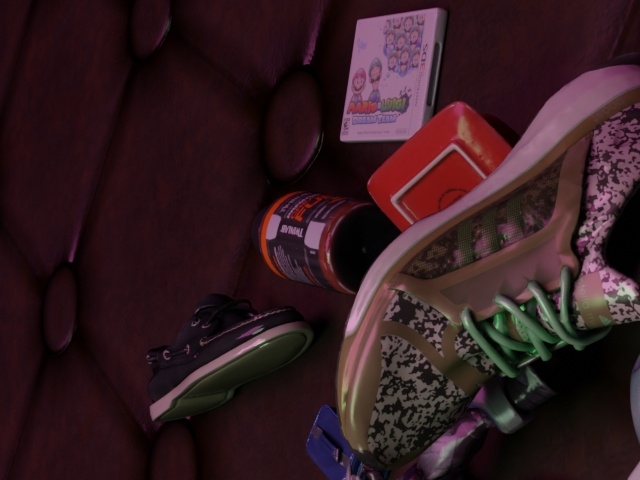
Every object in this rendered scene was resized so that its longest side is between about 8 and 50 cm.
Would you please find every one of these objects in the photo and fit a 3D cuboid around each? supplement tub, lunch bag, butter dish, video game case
[{"bbox_3d":[0.000,0.000,1.595,0.198,0.106,0.106,10,91,57],"label":"supplement tub"},{"bbox_3d":[0.031,0.221,1.528,0.098,0.065,0.067,38,114,55],"label":"lunch bag"},{"bbox_3d":[0.155,-0.052,1.365,0.160,0.118,0.160,48,132,1],"label":"butter dish"},{"bbox_3d":[0.079,-0.180,1.598,0.157,0.019,0.143,5,86,58],"label":"video game case"}]

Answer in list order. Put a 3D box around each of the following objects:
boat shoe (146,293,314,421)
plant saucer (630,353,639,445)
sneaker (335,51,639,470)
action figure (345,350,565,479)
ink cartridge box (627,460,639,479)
[{"bbox_3d":[-0.122,0.123,1.738,0.340,0.127,0.113,-41,60,58],"label":"boat shoe"},{"bbox_3d":[0.278,0.065,1.087,0.195,0.037,0.195,-56,-7,-11],"label":"plant saucer"},{"bbox_3d":[0.176,0.033,1.145,0.410,0.158,0.182,-49,34,0],"label":"sneaker"},{"bbox_3d":[0.110,0.203,1.330,0.099,0.185,0.285,42,106,18],"label":"action figure"},{"bbox_3d":[0.360,0.143,0.984,0.272,0.114,0.197,-61,38,28],"label":"ink cartridge box"}]
